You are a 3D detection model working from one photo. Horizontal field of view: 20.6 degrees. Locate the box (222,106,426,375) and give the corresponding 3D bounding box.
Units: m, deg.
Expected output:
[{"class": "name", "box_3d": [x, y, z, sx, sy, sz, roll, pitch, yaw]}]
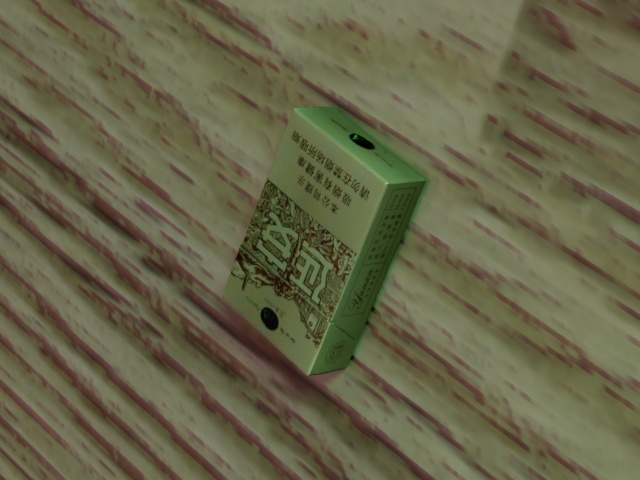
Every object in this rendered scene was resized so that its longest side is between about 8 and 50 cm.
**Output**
[{"class": "box", "box_3d": [0.000, 0.000, 0.635, 0.053, 0.024, 0.083, 39, 119, 35]}]
